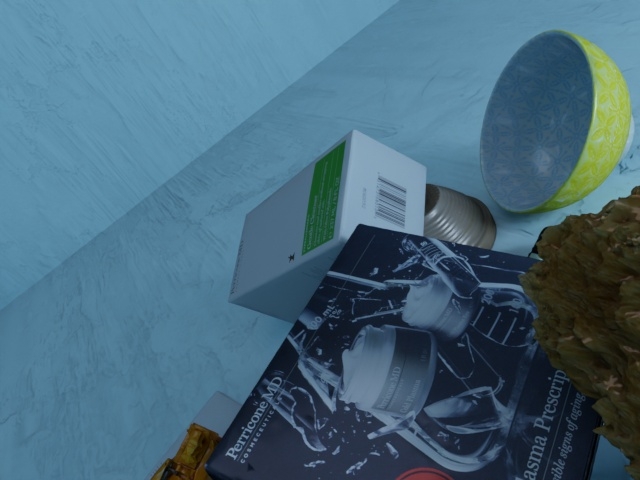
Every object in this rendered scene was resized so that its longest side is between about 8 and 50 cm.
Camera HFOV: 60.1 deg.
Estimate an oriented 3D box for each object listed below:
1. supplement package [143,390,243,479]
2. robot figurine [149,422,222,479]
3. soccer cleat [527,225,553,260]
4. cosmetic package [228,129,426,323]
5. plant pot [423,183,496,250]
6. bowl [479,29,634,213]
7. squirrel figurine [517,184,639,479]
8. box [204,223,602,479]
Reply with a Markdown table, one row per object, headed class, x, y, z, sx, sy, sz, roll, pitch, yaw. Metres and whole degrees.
| class | x | y | z | sx | sy | sz | roll | pitch | yaw |
| --- | --- | --- | --- | --- | --- | --- | --- | --- | --- |
| supplement package | -0.154 | 0.332 | 0.805 | 0.105 | 0.105 | 0.179 | 6 | 50 | 50 |
| robot figurine | -0.157 | 0.381 | 0.650 | 0.211 | 0.085 | 0.291 | 19 | 63 | 11 |
| soccer cleat | 0.307 | 0.047 | 0.798 | 0.072 | 0.060 | 0.179 | -9 | 41 | 40 |
| cosmetic package | 0.000 | 0.000 | 0.929 | 0.365 | 0.155 | 0.197 | -30 | 46 | 50 |
| plant pot | 0.179 | -0.023 | 0.983 | 0.237 | 0.110 | 0.237 | -26 | 29 | 16 |
| bowl | 0.402 | -0.177 | 0.899 | 0.156 | 0.289 | 0.289 | 6 | 26 | -15 |
| squirrel figurine | 0.326 | 0.022 | 0.331 | 0.397 | 0.370 | 0.281 | -23 | 11 | 24 |
| box | 0.118 | 0.182 | 0.585 | 0.312 | 0.179 | 0.343 | 12 | 51 | 30 |
